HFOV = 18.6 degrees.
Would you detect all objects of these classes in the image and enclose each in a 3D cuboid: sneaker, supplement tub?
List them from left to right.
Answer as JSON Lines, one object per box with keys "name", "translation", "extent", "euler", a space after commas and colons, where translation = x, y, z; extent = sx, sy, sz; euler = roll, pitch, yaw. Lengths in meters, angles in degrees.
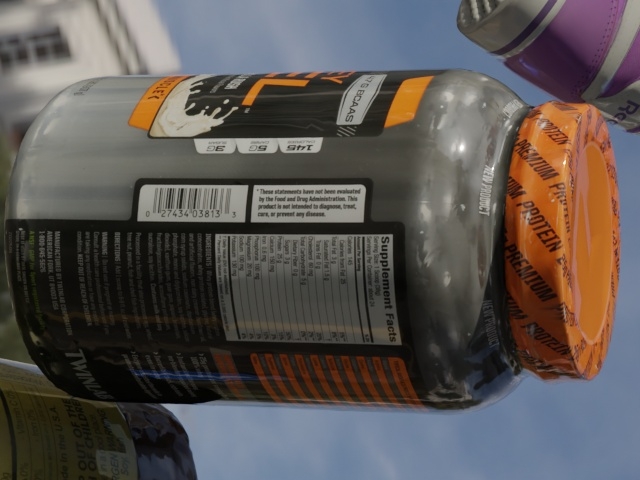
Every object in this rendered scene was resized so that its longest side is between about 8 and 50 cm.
{"name": "supplement tub", "translation": [0.000, 0.000, 0.664], "extent": [0.117, 0.190, 0.117], "euler": [0, 90, -70]}
{"name": "sneaker", "translation": [0.200, -0.192, 1.078], "extent": [0.282, 0.161, 0.102], "euler": [-62, -161, -7]}

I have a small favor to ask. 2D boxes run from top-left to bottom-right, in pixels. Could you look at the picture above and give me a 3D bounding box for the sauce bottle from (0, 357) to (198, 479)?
{"name": "sauce bottle", "translation": [-0.200, 0.076, 0.648], "extent": [0.111, 0.344, 0.111], "euler": [-17, -114, 45]}
